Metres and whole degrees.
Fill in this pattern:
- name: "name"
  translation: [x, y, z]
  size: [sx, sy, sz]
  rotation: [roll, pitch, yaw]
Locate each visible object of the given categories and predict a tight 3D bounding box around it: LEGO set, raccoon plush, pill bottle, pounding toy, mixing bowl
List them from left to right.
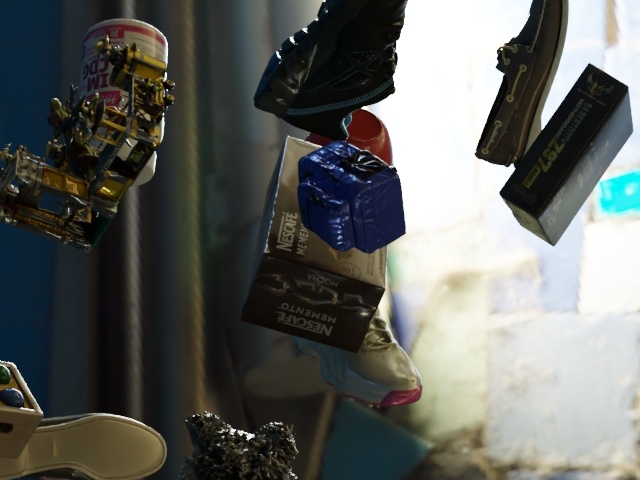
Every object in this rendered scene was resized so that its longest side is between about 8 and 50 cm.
- name: "pounding toy"
  translation: [-0.484, 0.246, 1.871]
  size: [0.181, 0.094, 0.206]
  rotation: [18, -159, -44]
- name: "LEGO set"
  translation: [-0.376, -0.155, 1.994]
  size: [0.192, 0.331, 0.255]
  rotation: [21, -134, -25]
- name: "pill bottle"
  translation: [-0.369, -0.253, 2.489]
  size: [0.160, 0.160, 0.283]
  rotation: [42, -138, -57]
- name: "raccoon plush"
  translation: [-0.044, 0.365, 1.749]
  size: [0.216, 0.446, 0.299]
  rotation: [22, -112, -37]
- name: "mixing bowl"
  translation: [0.062, -0.185, 2.528]
  size: [0.098, 0.181, 0.181]
  rotation: [108, 166, -50]

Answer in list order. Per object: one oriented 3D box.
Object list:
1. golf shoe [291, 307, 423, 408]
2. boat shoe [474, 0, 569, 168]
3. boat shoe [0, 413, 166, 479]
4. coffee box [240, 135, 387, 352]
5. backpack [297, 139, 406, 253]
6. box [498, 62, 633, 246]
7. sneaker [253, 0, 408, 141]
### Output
- name: "golf shoe"
  translation: [0.046, 0.128, 1.888]
  size: [0.306, 0.115, 0.140]
  rotation: [37, 128, 54]
- name: "boat shoe"
  translation: [0.337, -0.277, 2.247]
  size: [0.116, 0.097, 0.324]
  rotation: [-89, 9, -68]
- name: "boat shoe"
  translation: [-0.412, 0.327, 2.130]
  size: [0.335, 0.095, 0.112]
  rotation: [4, -91, -32]
- name: "coffee box"
  translation: [0.000, 0.000, 1.838]
  size: [0.297, 0.168, 0.118]
  rotation: [-81, 10, -55]
- name: "backpack"
  translation: [0.022, -0.051, 1.455]
  size: [0.120, 0.101, 0.098]
  rotation: [40, 143, 44]
- name: "box"
  translation: [0.300, -0.096, 1.609]
  size: [0.059, 0.183, 0.233]
  rotation: [34, 180, 16]
- name: "sneaker"
  translation: [0.055, -0.255, 1.662]
  size: [0.140, 0.341, 0.125]
  rotation: [30, -134, -15]
